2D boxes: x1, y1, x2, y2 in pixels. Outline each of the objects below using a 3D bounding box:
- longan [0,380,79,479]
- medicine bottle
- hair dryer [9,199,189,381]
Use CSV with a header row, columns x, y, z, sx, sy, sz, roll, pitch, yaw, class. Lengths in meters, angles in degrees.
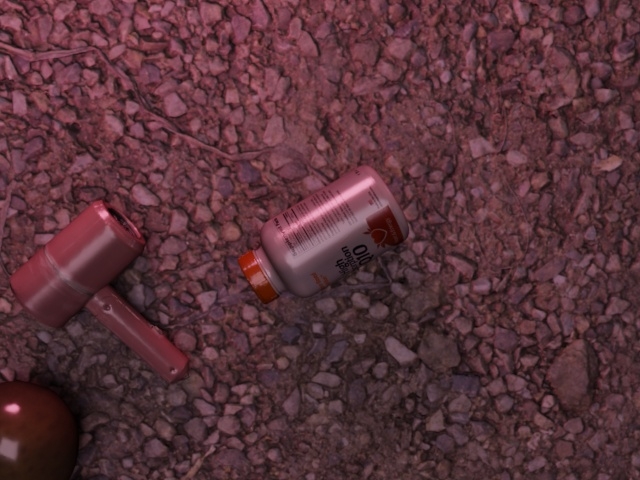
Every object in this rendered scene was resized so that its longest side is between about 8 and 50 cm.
x,y,z,sx,sy,sz,roll,pitch,yaw,class
-0.524,0.346,1.054,0.220,0.196,0.196,33,92,1,longan
0.000,0.000,1.078,0.289,0.157,0.157,-31,96,-1,medicine bottle
-0.348,0.119,1.098,0.210,0.125,0.352,-42,106,-1,hair dryer
